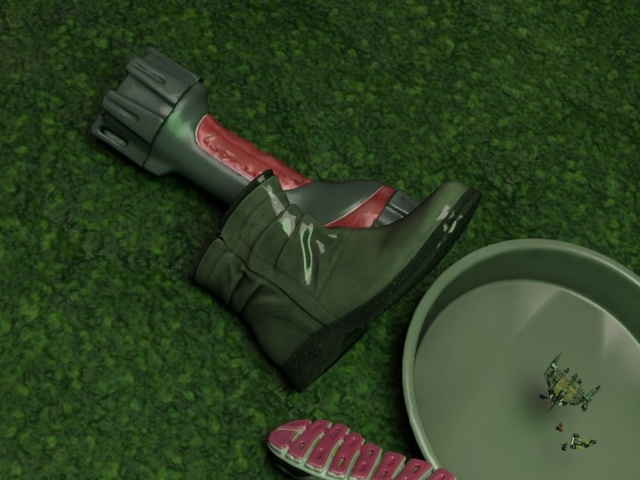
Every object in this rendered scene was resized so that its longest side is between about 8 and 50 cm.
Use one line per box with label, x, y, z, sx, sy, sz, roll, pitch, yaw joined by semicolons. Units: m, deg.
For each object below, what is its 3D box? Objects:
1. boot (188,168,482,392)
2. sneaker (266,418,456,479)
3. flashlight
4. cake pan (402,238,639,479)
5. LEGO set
boot;0.000;0.000;1.007;0.161;0.246;0.083;47;28;6
sneaker;0.031;0.204;1.004;0.170;0.075;0.063;18;32;17
flashlight;-0.045;-0.063;1.094;0.304;0.103;0.103;34;39;4
cake pan;0.205;0.140;1.089;0.293;0.054;0.293;6;63;-13
LEGO set;0.209;0.138;1.051;0.054;0.023;0.083;11;75;-7
